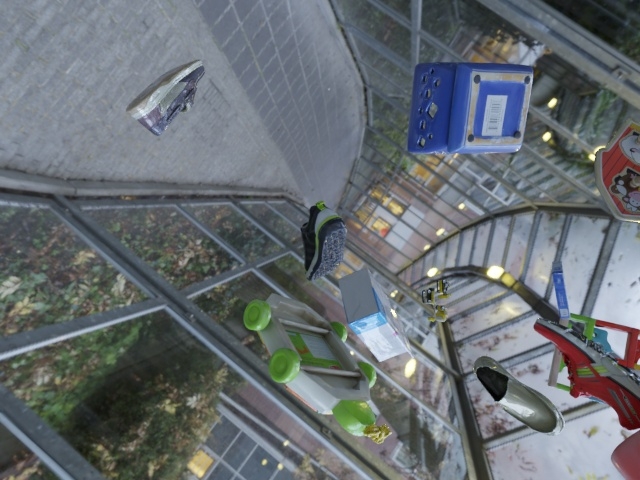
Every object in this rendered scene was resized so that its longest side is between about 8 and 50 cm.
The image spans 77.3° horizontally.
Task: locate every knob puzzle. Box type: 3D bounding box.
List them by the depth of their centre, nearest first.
[{"bbox_3d":[0.603,-0.118,0.735,0.213,0.213,0.030,-52,166,-7],"label":"knob puzzle"}]

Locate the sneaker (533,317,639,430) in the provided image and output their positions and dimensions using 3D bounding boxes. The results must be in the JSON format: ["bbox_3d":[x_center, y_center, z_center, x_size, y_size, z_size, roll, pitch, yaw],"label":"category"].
[{"bbox_3d":[0.569,0.282,0.867,0.107,0.279,0.118,17,113,-43],"label":"sneaker"}]

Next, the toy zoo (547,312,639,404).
[{"bbox_3d":[0.714,0.298,0.937,0.030,0.294,0.192,42,63,-66],"label":"toy zoo"}]

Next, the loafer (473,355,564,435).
[{"bbox_3d":[0.535,0.436,1.117,0.092,0.269,0.101,7,114,-49],"label":"loafer"}]

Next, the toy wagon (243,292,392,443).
[{"bbox_3d":[0.001,0.237,0.760,0.068,0.344,0.267,-50,138,12],"label":"toy wagon"}]

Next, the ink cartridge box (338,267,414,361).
[{"bbox_3d":[0.104,0.147,0.735,0.062,0.181,0.104,-25,-140,14],"label":"ink cartridge box"}]

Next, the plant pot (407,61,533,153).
[{"bbox_3d":[0.380,-0.330,1.015,0.212,0.236,0.235,-134,-138,-65],"label":"plant pot"}]

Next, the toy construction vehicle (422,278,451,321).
[{"bbox_3d":[0.284,0.145,0.960,0.086,0.035,0.098,155,-63,-66],"label":"toy construction vehicle"}]

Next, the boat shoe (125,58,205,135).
[{"bbox_3d":[-0.354,-0.349,0.966,0.103,0.092,0.285,-11,-142,24],"label":"boat shoe"}]

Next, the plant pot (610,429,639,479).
[{"bbox_3d":[0.681,0.424,0.642,0.274,0.275,0.243,-56,-151,29],"label":"plant pot"}]

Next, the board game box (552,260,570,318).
[{"bbox_3d":[0.471,0.095,0.785,0.020,0.090,0.090,-9,-173,32],"label":"board game box"}]

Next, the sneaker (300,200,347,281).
[{"bbox_3d":[0.000,0.000,0.886,0.084,0.097,0.234,-22,152,-27],"label":"sneaker"}]
